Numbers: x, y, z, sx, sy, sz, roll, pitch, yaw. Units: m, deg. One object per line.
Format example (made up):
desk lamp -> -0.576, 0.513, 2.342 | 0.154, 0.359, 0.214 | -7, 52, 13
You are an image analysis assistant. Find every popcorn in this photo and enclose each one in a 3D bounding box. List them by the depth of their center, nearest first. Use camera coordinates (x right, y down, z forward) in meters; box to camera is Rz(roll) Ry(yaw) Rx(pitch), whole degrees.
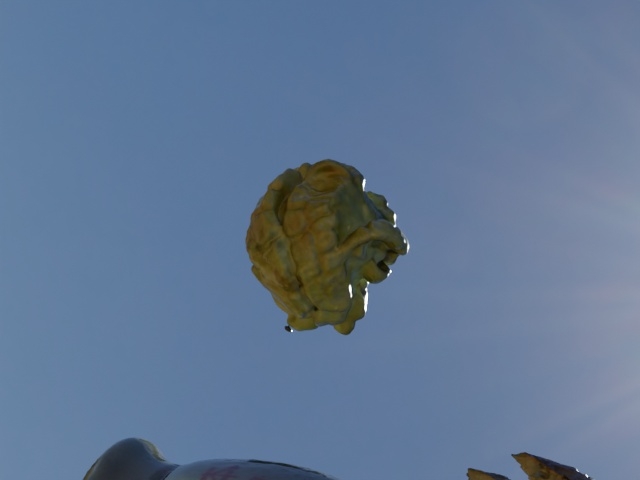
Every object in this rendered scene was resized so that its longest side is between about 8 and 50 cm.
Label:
popcorn -> 0.000, 0.000, 1.471 | 0.162, 0.135, 0.141 | -32, -133, 56

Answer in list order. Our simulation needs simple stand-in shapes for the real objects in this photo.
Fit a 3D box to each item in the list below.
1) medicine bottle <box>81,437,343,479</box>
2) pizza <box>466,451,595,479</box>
medicine bottle -> -0.050, 0.176, 0.834 | 0.143, 0.147, 0.147 | 11, -64, 18
pizza -> 0.213, 0.201, 1.086 | 0.181, 0.262, 0.034 | -33, 144, -73
